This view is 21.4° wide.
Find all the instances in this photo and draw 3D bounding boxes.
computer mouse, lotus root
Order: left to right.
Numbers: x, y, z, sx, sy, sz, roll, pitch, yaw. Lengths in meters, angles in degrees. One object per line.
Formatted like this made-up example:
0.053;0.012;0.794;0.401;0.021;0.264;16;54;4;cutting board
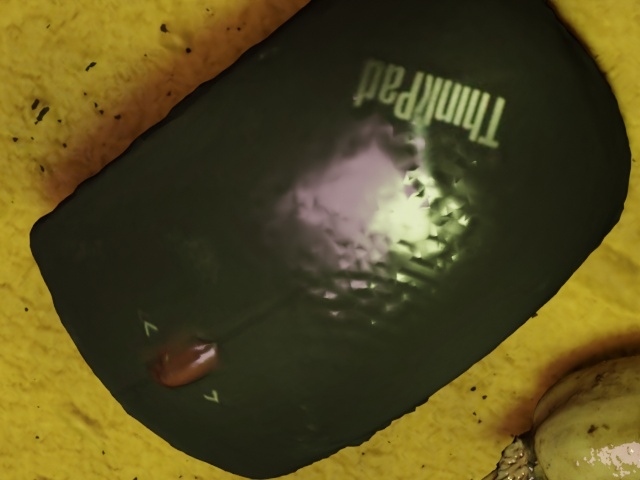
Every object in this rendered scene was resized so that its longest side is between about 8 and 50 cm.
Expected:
0.000;0.000;0.726;0.269;0.100;0.170;-37;98;29;computer mouse
0.137;0.087;0.740;0.152;0.063;0.072;-19;85;23;lotus root
